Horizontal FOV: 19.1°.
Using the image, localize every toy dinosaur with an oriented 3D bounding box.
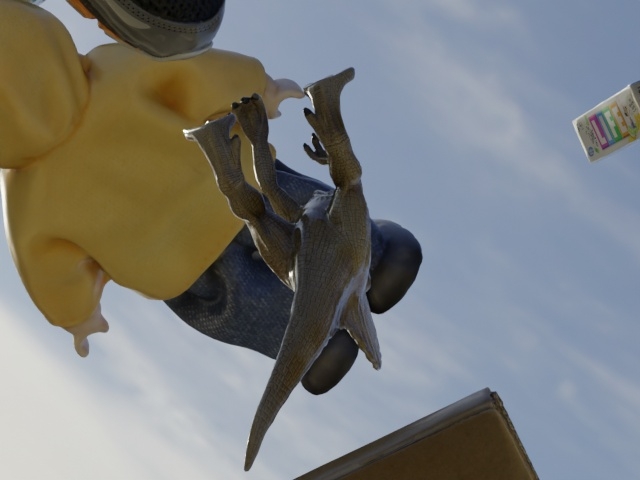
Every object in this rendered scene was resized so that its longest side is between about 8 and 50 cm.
[{"bbox_3d":[0.000,0.000,0.575,0.183,0.053,0.092,-62,131,-77],"label":"toy dinosaur"}]

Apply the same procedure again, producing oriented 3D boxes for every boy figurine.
[{"bbox_3d":[-0.092,-0.025,0.957,0.285,0.177,0.092,31,9,-22],"label":"boy figurine"}]

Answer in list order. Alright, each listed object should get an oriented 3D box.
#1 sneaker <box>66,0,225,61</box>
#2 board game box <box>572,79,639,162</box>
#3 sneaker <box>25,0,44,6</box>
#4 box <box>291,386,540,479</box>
[{"bbox_3d":[-0.073,-0.174,0.727,0.083,0.084,0.215,-3,-74,44],"label":"sneaker"},{"bbox_3d":[0.216,-0.087,0.977,0.103,0.154,0.026,141,-74,-79],"label":"board game box"},{"bbox_3d":[-0.169,-0.213,1.170,0.237,0.086,0.085,-38,-112,61],"label":"sneaker"},{"bbox_3d":[0.005,0.165,0.656,0.164,0.201,0.021,63,6,-10],"label":"box"}]
